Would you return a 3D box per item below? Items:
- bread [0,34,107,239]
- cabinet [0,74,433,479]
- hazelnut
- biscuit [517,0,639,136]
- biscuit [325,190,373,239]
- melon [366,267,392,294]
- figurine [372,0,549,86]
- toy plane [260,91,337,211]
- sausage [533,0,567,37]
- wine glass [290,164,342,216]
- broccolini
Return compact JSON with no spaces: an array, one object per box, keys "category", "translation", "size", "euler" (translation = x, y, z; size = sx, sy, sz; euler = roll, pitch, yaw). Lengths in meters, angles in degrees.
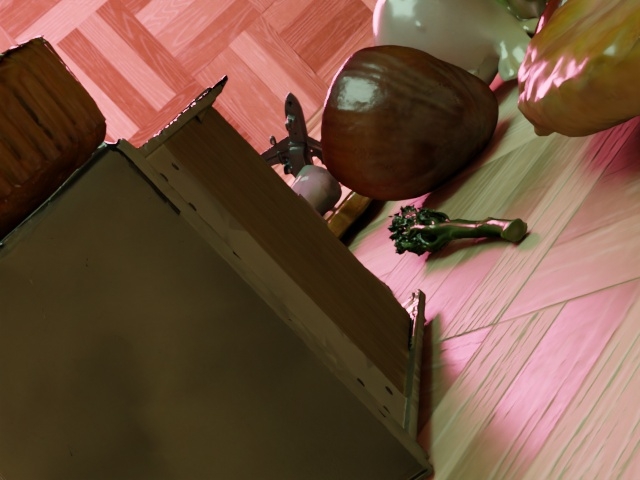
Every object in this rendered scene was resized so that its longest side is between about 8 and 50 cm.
[{"category":"bread","translation":[-0.238,-0.049,0.812],"size":[0.199,0.104,0.199],"euler":[-39,12,9]},{"category":"cabinet","translation":[-0.091,0.067,0.874],"size":[0.227,0.290,0.318],"euler":[-42,8,16]},{"category":"hazelnut","translation":[0.098,-0.146,1.355],"size":[0.210,0.186,0.210],"euler":[-37,-8,-6]},{"category":"biscuit","translation":[0.342,-0.229,0.902],"size":[0.446,0.104,0.429],"euler":[-39,9,13]},{"category":"biscuit","translation":[0.019,-0.014,1.561],"size":[0.225,0.036,0.166],"euler":[-50,4,-30]},{"category":"melon","translation":[0.001,0.004,1.106],"size":[0.054,0.182,0.098],"euler":[-40,14,20]},{"category":"figurine","translation":[0.267,-0.308,1.508],"size":[0.394,0.226,0.274],"euler":[-32,42,9]},{"category":"toy plane","translation":[-0.025,-0.121,1.694],"size":[0.226,0.226,0.058],"euler":[2,52,16]},{"category":"sausage","translation":[0.324,-0.307,1.279],"size":[0.300,0.083,0.089],"euler":[-56,26,-1]},{"category":"wine glass","translation":[-0.034,-0.034,1.620],"size":[0.073,0.073,0.155],"euler":[-34,15,48]},{"category":"broccolini","translation":[0.126,-0.007,1.065],"size":[0.054,0.051,0.239],"euler":[-40,14,-15]}]
